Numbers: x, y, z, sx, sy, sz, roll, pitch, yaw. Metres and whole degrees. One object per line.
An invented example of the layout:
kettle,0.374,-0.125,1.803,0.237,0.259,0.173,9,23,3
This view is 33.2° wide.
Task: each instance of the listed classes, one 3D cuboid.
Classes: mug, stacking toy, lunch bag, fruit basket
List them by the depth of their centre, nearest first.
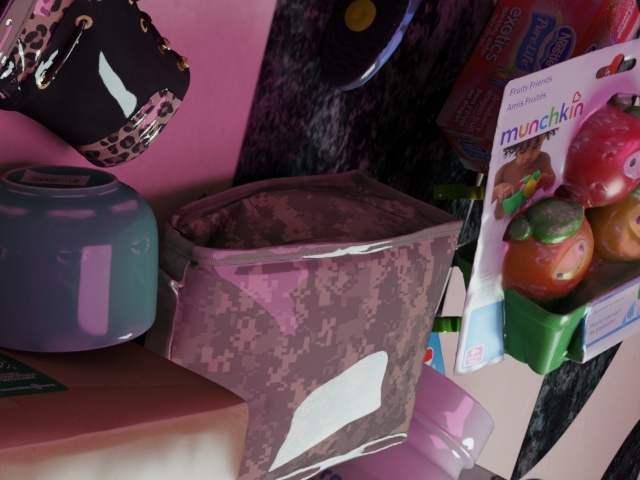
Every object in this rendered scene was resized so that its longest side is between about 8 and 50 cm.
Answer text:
mug,-0.180,0.007,0.693,0.158,0.129,0.097,-14,114,-51
lunch bag,-0.042,0.078,0.911,0.287,0.169,0.235,-11,120,-46
fruit basket,0.287,-0.039,1.129,0.327,0.165,0.353,-21,136,-34
stacking toy,0.169,0.017,1.261,0.221,0.052,0.167,-6,96,-62

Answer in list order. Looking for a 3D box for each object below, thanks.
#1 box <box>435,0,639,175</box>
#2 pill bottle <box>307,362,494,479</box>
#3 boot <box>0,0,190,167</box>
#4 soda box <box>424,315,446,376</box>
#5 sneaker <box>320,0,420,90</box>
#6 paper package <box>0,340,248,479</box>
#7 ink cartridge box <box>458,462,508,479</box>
box,0.256,-0.198,1.239,0.257,0.123,0.128,-61,149,-9
pill bottle,0.006,0.318,1.097,0.407,0.229,0.229,-57,148,-17
boot,-0.135,-0.169,0.692,0.236,0.085,0.178,-57,151,-3
soda box,0.104,0.156,1.296,0.071,0.067,0.210,-49,145,-28
sneaker,0.072,-0.225,0.990,0.209,0.069,0.082,-65,153,-4
paper package,-0.215,0.223,0.649,0.325,0.168,0.309,2,101,-58
ink cartridge box,0.236,0.378,1.484,0.100,0.237,0.172,-61,149,-9
